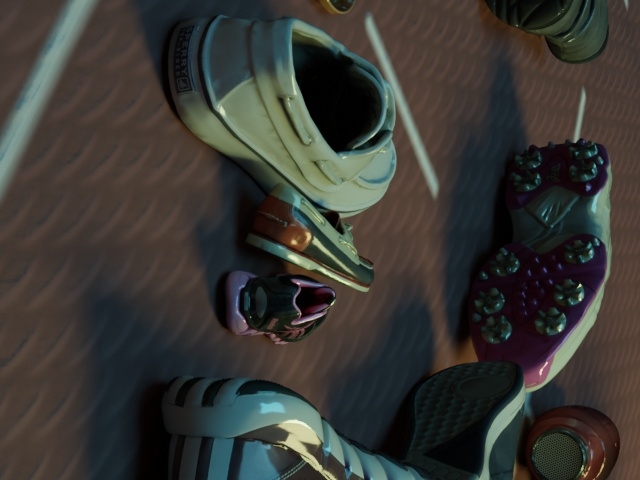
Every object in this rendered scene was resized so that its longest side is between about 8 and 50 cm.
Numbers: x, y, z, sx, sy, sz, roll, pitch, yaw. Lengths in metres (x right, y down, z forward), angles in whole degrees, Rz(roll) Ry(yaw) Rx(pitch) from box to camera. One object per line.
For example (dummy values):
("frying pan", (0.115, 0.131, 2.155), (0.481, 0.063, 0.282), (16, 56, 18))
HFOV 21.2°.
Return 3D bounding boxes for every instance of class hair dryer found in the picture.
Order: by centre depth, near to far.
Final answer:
("hair dryer", (0.216, 0.254, 1.555), (0.293, 0.080, 0.224), (-61, 156, -43))

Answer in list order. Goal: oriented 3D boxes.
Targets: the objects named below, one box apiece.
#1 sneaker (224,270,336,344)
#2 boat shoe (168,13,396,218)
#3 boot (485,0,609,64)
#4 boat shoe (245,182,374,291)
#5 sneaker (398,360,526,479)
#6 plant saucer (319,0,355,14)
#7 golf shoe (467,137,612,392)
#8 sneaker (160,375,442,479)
("sneaker", (-0.013, 0.040, 1.053), (0.119, 0.057, 0.047), (2, 82, -68))
("boat shoe", (0.004, -0.079, 1.071), (0.267, 0.088, 0.096), (36, 53, -60))
("boot", (0.217, -0.345, 1.612), (0.222, 0.118, 0.338), (3, 94, -69))
("boat shoe", (0.000, 0.000, 1.091), (0.137, 0.049, 0.043), (26, 85, -57))
("sneaker", (0.111, 0.198, 1.274), (0.226, 0.086, 0.163), (-54, 137, -60))
("plant saucer", (0.006, -0.199, 1.193), (0.083, 0.013, 0.084), (-4, 90, -67))
("golf shoe", (0.207, 0.042, 1.495), (0.306, 0.115, 0.140), (-65, 146, -47))
("sneaker", (-0.013, 0.195, 0.991), (0.281, 0.106, 0.163), (36, 58, -47))
